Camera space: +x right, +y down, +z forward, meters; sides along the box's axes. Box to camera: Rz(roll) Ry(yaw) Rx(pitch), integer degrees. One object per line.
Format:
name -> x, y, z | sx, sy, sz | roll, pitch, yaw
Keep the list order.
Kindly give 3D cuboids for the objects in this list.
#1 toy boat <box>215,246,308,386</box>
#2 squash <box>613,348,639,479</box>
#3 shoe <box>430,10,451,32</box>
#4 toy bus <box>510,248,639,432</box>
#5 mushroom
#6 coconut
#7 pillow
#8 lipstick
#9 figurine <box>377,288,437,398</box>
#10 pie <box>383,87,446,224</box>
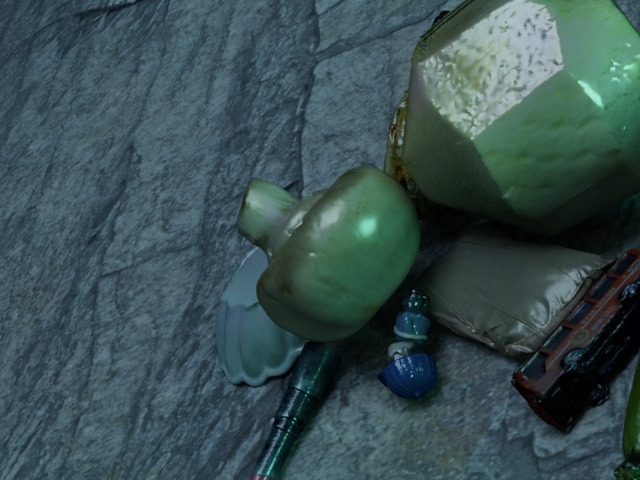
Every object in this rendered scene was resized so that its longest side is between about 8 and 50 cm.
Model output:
toy boat -> -0.054, 0.069, 2.161 | 0.290, 0.100, 0.199 | -49, 34, -12
squash -> 0.372, 0.145, 1.647 | 0.071, 0.080, 0.318 | -9, 42, 39
shoe -> 0.185, -0.302, 2.418 | 0.053, 0.062, 0.159 | -20, 40, 31
toy bus -> 0.320, 0.111, 1.761 | 0.235, 0.073, 0.096 | -46, 23, -11
mushroom -> 0.000, 0.000, 1.983 | 0.260, 0.234, 0.254 | -54, -4, 25
coconut -> 0.263, -0.161, 1.929 | 0.352, 0.352, 0.352 | -26, 34, 20
pillow -> 0.233, 0.055, 1.911 | 0.173, 0.067, 0.270 | -51, 33, -10
lipstick -> -0.043, 0.239, 1.982 | 0.053, 0.053, 0.234 | -4, 47, 43
figurine -> 0.119, 0.132, 1.914 | 0.079, 0.077, 0.136 | 10, 74, 28
pie -> 0.143, -0.115, 2.100 | 0.084, 0.205, 0.179 | 11, 70, 22
